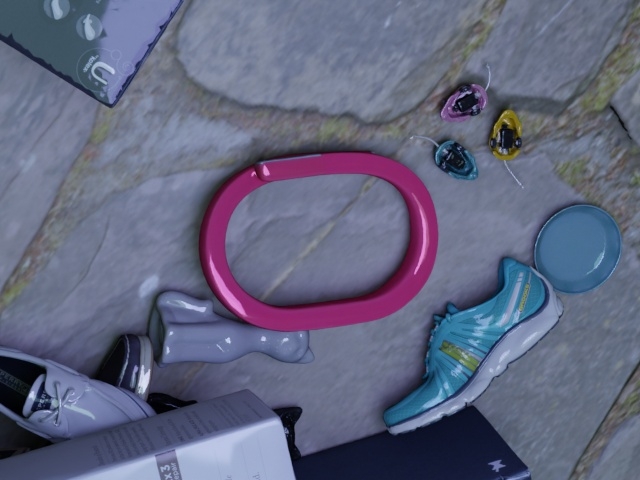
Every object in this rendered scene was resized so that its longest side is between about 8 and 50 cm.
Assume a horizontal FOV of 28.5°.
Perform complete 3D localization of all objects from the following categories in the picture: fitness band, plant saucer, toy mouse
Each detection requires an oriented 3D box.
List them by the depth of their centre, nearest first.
[{"bbox_3d":[0.000,0.000,1.491,0.291,0.054,0.209,-6,98,-19],"label":"fitness band"},{"bbox_3d":[0.173,-0.132,1.530,0.143,0.031,0.161,-8,106,-11],"label":"toy mouse"},{"bbox_3d":[0.326,0.010,1.609,0.119,0.021,0.119,-4,106,-13],"label":"plant saucer"}]

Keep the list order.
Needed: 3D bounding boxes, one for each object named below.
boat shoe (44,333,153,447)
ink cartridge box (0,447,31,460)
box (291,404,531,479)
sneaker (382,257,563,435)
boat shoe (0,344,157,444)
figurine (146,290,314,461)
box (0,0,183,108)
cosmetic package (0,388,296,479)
[{"bbox_3d":[-0.285,0.233,1.493,0.092,0.103,0.285,22,105,-22],"label":"boat shoe"},{"bbox_3d":[-0.409,0.364,1.469,0.193,0.088,0.234,-5,109,16],"label":"ink cartridge box"},{"bbox_3d":[0.125,0.456,1.587,0.294,0.212,0.395,-15,109,-8],"label":"box"},{"bbox_3d":[0.177,0.136,1.586,0.275,0.107,0.110,-43,90,-3],"label":"sneaker"},{"bbox_3d":[-0.302,0.185,1.414,0.258,0.084,0.095,16,82,18],"label":"boat shoe"},{"bbox_3d":[-0.107,0.173,1.531,0.210,0.092,0.214,5,103,-22],"label":"figurine"},{"bbox_3d":[-0.298,-0.275,1.313,0.270,0.165,0.143,32,96,-18],"label":"box"},{"bbox_3d":[-0.215,0.315,1.303,0.385,0.156,0.217,-17,100,-15],"label":"cosmetic package"}]
